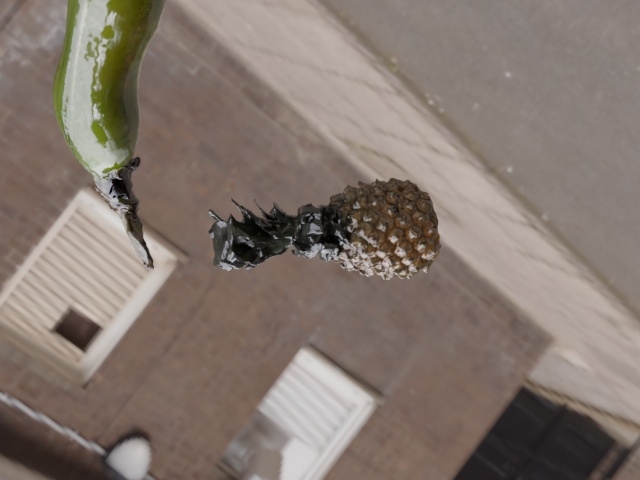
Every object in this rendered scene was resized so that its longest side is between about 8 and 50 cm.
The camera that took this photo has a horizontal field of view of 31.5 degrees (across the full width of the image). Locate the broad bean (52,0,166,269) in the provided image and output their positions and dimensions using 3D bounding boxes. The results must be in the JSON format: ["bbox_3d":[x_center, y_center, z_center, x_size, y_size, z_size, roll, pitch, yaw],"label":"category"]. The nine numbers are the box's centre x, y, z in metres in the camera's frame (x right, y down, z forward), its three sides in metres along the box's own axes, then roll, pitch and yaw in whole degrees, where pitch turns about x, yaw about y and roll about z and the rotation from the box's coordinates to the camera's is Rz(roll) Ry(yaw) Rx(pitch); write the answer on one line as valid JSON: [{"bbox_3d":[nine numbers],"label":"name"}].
[{"bbox_3d":[-0.088,-0.137,0.554,0.075,0.325,0.067,5,-147,-25],"label":"broad bean"}]

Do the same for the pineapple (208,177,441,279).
[{"bbox_3d":[0.000,0.000,0.578,0.124,0.058,0.058,-10,-156,-28],"label":"pineapple"}]
